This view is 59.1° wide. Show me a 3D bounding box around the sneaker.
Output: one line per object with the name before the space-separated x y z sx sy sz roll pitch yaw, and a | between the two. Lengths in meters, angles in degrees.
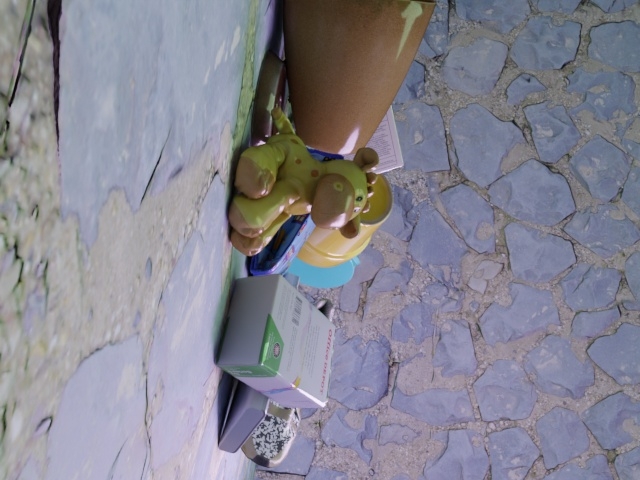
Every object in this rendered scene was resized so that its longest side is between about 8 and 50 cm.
sneaker | -0.066 0.278 1.223 0.182 0.158 0.410 -53 -166 46

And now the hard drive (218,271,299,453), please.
hard drive | -0.118 0.237 1.118 0.307 0.040 0.203 -77 -166 -44

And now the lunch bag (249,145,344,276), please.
lunch bag | -0.070 -0.025 1.138 0.221 0.138 0.293 112 -3 -77

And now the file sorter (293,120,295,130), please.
file sorter | 0.039 -0.370 1.387 0.277 0.193 0.173 -91 -174 -70

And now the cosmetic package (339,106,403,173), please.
cosmetic package | 0.062 -0.289 1.183 0.113 0.160 0.309 -101 175 -59

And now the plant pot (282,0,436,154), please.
plant pot | 0.037 -0.279 0.914 0.237 0.237 0.254 -81 -178 -63

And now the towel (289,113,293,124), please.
towel | -0.076 -0.274 1.418 0.060 0.009 0.083 -82 -179 -49

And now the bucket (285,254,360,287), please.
bucket | 0.000 0.000 1.673 0.281 0.281 0.183 100 4 -53

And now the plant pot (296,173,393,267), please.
plant pot | 0.048 -0.079 1.408 0.239 0.254 0.254 -29 -133 59

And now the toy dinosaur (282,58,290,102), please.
toy dinosaur | -0.023 -0.316 1.021 0.118 0.064 0.268 -51 136 -11

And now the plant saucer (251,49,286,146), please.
plant saucer | -0.077 -0.206 0.874 0.168 0.029 0.168 11 90 -90

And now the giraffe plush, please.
giraffe plush | -0.014 -0.068 0.792 0.181 0.171 0.210 101 9 -55

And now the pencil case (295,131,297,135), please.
pencil case | -0.042 -0.311 1.555 0.064 0.070 0.151 57 19 -21

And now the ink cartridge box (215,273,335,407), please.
ink cartridge box | -0.064 0.173 0.938 0.212 0.093 0.154 47 43 -46
